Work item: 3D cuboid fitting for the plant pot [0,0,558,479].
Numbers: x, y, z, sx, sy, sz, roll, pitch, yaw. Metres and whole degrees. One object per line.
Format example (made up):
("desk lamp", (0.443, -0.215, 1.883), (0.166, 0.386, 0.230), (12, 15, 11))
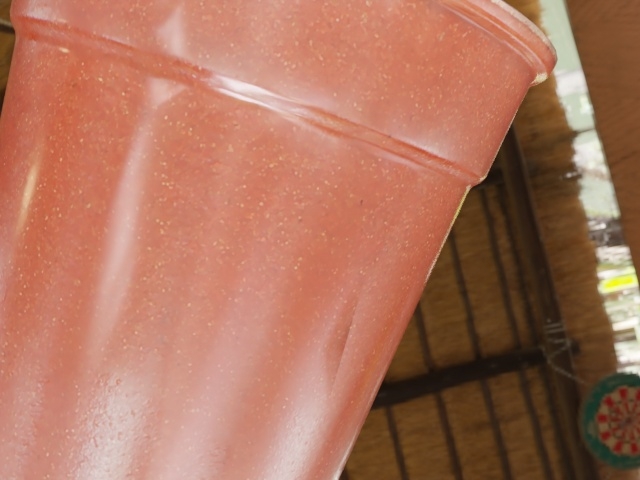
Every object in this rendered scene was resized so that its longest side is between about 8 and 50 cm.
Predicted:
("plant pot", (-0.056, -0.006, 0.443), (0.272, 0.273, 0.265), (12, -82, -61))
